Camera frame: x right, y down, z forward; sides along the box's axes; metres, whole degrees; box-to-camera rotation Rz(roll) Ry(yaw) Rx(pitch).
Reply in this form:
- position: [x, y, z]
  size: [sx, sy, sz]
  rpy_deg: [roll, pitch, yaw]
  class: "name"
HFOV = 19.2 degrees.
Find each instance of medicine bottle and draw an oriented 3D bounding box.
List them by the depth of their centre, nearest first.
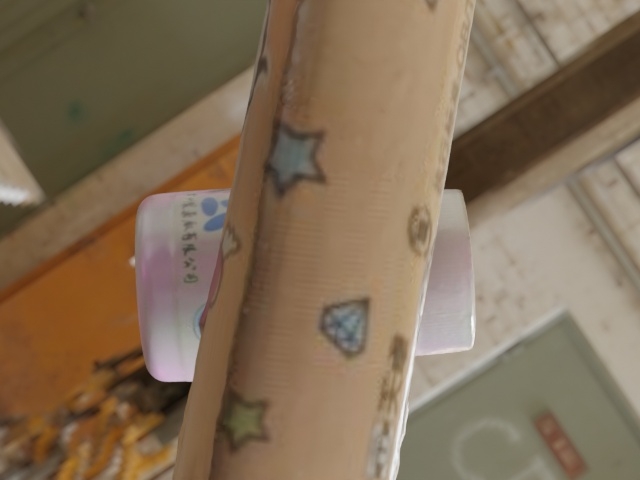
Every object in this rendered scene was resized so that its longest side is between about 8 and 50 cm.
- position: [-0.012, 0.030, 1.469]
  size: [0.152, 0.254, 0.152]
  rpy_deg: [-3, 90, -89]
  class: "medicine bottle"

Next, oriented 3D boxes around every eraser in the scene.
- position: [0.000, 0.000, 0.725]
  size: [0.171, 0.087, 0.290]
  rpy_deg: [99, 1, -80]
  class: "eraser"
